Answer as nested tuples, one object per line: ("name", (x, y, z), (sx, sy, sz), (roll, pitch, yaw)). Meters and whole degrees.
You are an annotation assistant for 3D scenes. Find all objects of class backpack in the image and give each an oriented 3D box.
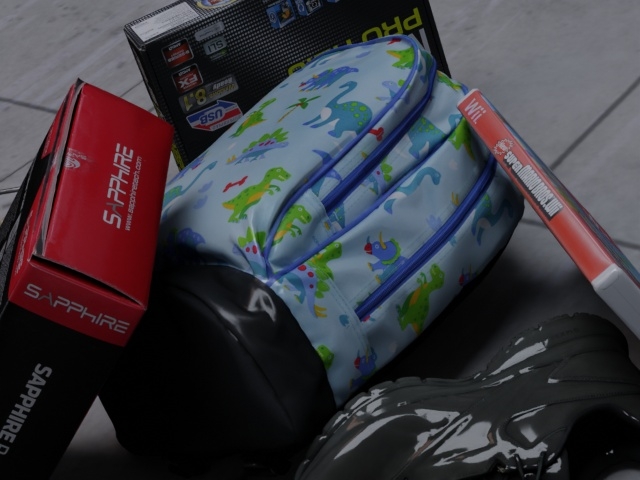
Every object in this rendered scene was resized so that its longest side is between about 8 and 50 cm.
("backpack", (0.000, 0.000, 1.453), (0.355, 0.273, 0.290), (-25, 7, -31))

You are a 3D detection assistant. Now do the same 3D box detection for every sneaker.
("sneaker", (0.112, 0.153, 1.288), (0.286, 0.109, 0.130), (-26, 40, -7))

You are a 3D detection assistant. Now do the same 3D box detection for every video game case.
("video game case", (0.209, 0.016, 1.347), (0.025, 0.204, 0.285), (-41, 32, 8))

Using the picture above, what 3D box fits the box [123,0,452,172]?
("box", (-0.020, -0.152, 1.691), (0.270, 0.216, 0.060), (-25, 32, -10))

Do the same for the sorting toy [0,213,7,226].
("sorting toy", (-0.217, 0.004, 1.680), (0.132, 0.046, 0.274), (29, 35, 4))

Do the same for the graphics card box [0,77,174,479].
("graphics card box", (-0.227, 0.093, 1.344), (0.094, 0.371, 0.233), (24, 31, -15))

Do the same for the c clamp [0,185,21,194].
("c clamp", (-0.249, -0.026, 1.808), (0.137, 0.022, 0.160), (-17, 31, -5))
